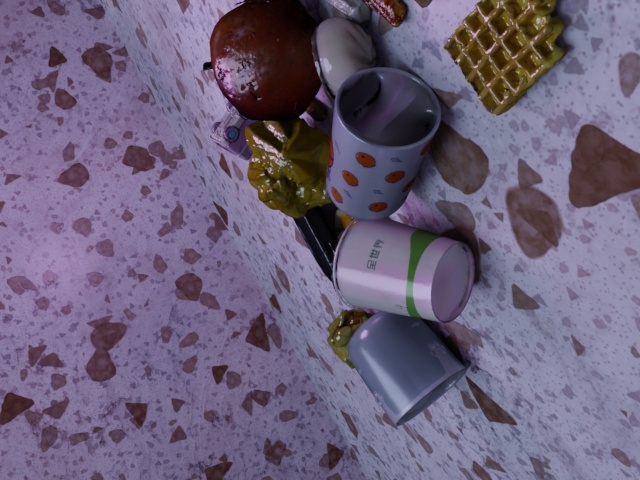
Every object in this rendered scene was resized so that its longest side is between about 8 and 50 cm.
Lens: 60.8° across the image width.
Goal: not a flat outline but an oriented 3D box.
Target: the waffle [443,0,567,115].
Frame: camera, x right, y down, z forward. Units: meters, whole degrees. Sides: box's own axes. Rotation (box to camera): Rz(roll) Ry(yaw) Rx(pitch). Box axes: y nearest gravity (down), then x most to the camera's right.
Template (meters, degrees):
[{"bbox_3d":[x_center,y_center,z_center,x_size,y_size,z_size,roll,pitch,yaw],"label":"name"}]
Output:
[{"bbox_3d":[0.299,-0.312,0.857,0.160,0.055,0.211,59,159,6],"label":"waffle"}]

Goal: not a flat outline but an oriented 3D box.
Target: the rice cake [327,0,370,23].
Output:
[{"bbox_3d":[0.017,-0.553,1.197,0.256,0.052,0.057,48,-172,29],"label":"rice cake"}]

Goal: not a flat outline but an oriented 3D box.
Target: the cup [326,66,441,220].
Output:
[{"bbox_3d":[0.123,-0.189,1.212,0.212,0.212,0.317,52,159,21],"label":"cup"}]

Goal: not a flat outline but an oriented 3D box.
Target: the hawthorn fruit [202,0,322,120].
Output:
[{"bbox_3d":[-0.125,-0.443,1.357,0.316,0.316,0.316,48,156,29],"label":"hawthorn fruit"}]

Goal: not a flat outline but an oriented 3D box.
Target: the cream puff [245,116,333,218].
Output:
[{"bbox_3d":[-0.098,-0.213,1.527,0.323,0.274,0.270,39,-165,34],"label":"cream puff"}]

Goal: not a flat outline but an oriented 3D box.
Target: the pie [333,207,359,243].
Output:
[{"bbox_3d":[0.144,0.025,1.644,0.339,0.077,0.339,57,164,26],"label":"pie"}]

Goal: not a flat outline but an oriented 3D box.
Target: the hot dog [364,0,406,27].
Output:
[{"bbox_3d":[0.117,-0.478,1.078,0.144,0.038,0.062,54,159,14],"label":"hot dog"}]

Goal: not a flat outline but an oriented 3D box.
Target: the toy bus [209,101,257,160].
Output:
[{"bbox_3d":[-0.267,-0.392,1.874,0.142,0.202,0.142,35,178,-37],"label":"toy bus"}]

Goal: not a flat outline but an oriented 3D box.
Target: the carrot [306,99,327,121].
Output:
[{"bbox_3d":[-0.044,-0.394,1.559,0.191,0.047,0.047,45,155,37],"label":"carrot"}]

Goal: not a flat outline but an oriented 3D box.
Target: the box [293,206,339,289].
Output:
[{"bbox_3d":[0.000,0.000,1.822,0.350,0.091,0.359,62,177,-9],"label":"box"}]

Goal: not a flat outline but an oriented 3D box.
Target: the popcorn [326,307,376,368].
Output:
[{"bbox_3d":[0.139,0.354,1.952,0.256,0.195,0.255,42,163,41],"label":"popcorn"}]

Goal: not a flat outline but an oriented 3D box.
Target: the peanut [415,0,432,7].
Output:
[{"bbox_3d":[0.168,-0.470,0.923,0.076,0.076,0.152,39,156,44],"label":"peanut"}]

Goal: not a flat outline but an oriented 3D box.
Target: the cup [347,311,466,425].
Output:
[{"bbox_3d":[0.258,0.363,1.648,0.274,0.259,0.357,51,-171,25],"label":"cup"}]

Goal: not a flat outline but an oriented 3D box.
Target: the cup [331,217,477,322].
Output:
[{"bbox_3d":[0.204,0.070,1.304,0.274,0.253,0.253,12,130,43],"label":"cup"}]

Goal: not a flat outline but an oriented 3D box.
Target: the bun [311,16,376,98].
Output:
[{"bbox_3d":[0.062,-0.401,1.185,0.173,0.120,0.173,-13,-90,-72],"label":"bun"}]
